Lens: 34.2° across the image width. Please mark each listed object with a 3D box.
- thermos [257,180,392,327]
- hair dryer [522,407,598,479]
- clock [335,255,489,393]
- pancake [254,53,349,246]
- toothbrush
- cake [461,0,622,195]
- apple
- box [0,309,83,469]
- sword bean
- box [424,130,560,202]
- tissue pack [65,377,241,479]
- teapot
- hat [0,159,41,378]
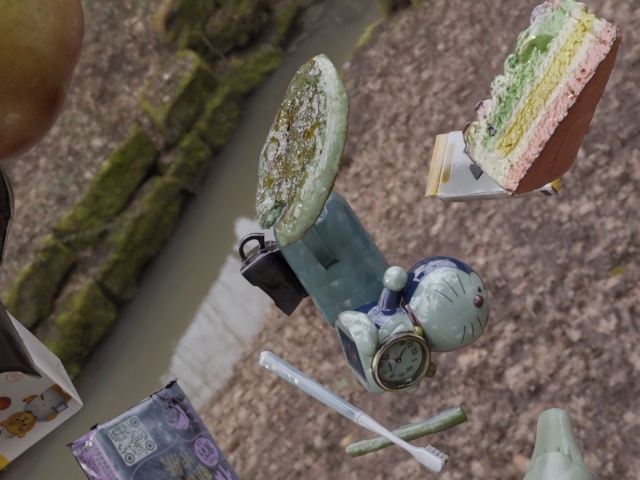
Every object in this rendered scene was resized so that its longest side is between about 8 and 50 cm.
[{"bbox_3d":[0.000,0.000,1.722,0.145,0.286,0.182,-33,9,9],"label":"thermos"},{"bbox_3d":[0.373,0.398,1.589,0.119,0.298,0.296,-9,40,15],"label":"hair dryer"},{"bbox_3d":[0.151,0.120,1.632,0.243,0.199,0.146,-27,23,-15],"label":"clock"},{"bbox_3d":[-0.028,-0.118,1.327,0.253,0.037,0.253,-166,90,-69],"label":"pancake"},{"bbox_3d":[0.043,0.252,1.559,0.342,0.025,0.030,27,24,25],"label":"toothbrush"},{"bbox_3d":[0.255,-0.163,1.148,0.109,0.090,0.225,54,133,34],"label":"cake"},{"bbox_3d":[-0.499,-0.275,1.411,0.338,0.305,0.338,-21,60,43],"label":"apple"},{"bbox_3d":[-0.634,0.305,1.848,0.341,0.225,0.143,-38,46,-5],"label":"box"},{"bbox_3d":[0.177,0.405,2.184,0.269,0.038,0.043,-21,6,12],"label":"sword bean"},{"bbox_3d":[0.295,-0.131,1.755,0.247,0.033,0.129,-2,69,41],"label":"box"},{"bbox_3d":[-0.277,0.470,1.964,0.122,0.361,0.259,-37,-5,35],"label":"tissue pack"},{"bbox_3d":[-0.065,0.049,1.818,0.096,0.177,0.087,-44,15,13],"label":"teapot"},{"bbox_3d":[-0.310,-0.046,0.809,0.336,0.238,0.209,36,97,23],"label":"hat"}]
